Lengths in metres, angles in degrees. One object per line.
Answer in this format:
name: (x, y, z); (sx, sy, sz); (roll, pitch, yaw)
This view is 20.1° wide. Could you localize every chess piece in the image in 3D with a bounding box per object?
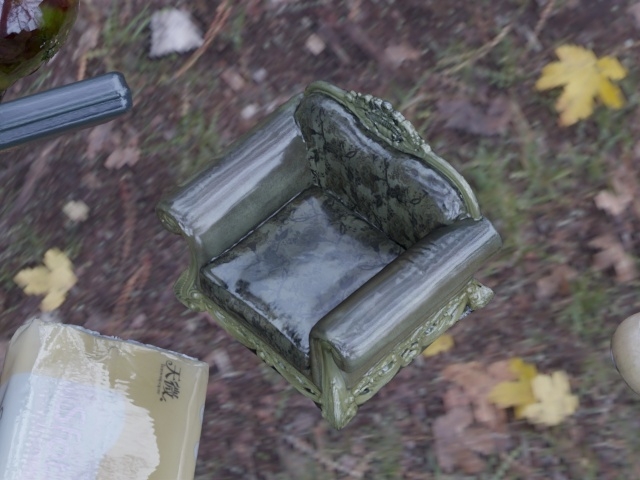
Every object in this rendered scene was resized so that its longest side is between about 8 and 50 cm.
chess piece: (0.298, 0.104, 1.612); (0.084, 0.038, 0.083); (26, 42, -27)

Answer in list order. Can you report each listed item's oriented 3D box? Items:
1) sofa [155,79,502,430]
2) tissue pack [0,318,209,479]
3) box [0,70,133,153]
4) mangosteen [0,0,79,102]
sofa: (0.000, 0.000, 1.539); (0.200, 0.182, 0.258); (-39, 55, -19)
tissue pack: (-0.205, 0.193, 1.612); (0.186, 0.090, 0.222); (17, 62, -15)
box: (-0.320, -0.123, 1.905); (0.230, 0.160, 0.050); (-18, 95, -16)
mangosteen: (-0.422, -0.216, 1.547); (0.381, 0.421, 0.381); (27, 48, -36)
